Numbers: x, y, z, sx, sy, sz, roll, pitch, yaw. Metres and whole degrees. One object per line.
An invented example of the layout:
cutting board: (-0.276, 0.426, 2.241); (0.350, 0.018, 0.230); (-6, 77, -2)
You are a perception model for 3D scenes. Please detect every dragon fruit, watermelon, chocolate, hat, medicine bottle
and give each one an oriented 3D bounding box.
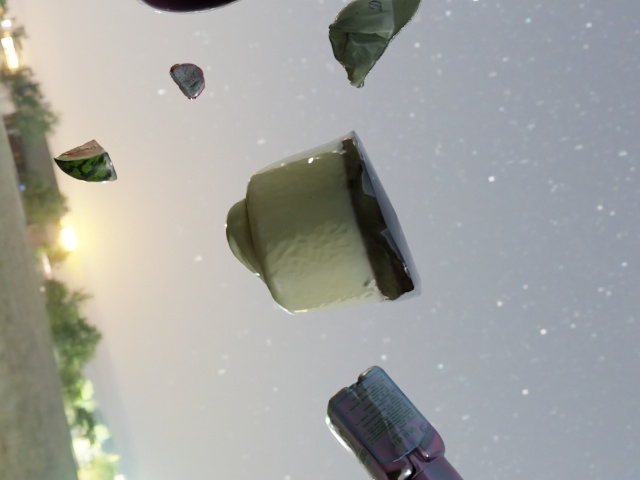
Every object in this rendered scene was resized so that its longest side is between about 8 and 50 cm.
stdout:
dragon fruit: (-0.274, -0.340, 2.176); (0.083, 0.060, 0.056); (51, -5, -14)
watermelon: (-0.478, -0.166, 2.191); (0.135, 0.125, 0.094); (49, 33, -63)
chocolate: (0.000, 0.000, 1.877); (0.326, 0.297, 0.314); (65, 7, 7)
hat: (0.078, -0.312, 1.487); (0.081, 0.166, 0.122); (35, 23, -31)
medicine bottle: (0.097, 0.265, 1.335); (0.188, 0.094, 0.119); (48, -17, 20)

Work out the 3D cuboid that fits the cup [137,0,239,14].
cup: (-0.155, -0.483, 1.397); (0.208, 0.288, 0.273); (11, 54, -59)
